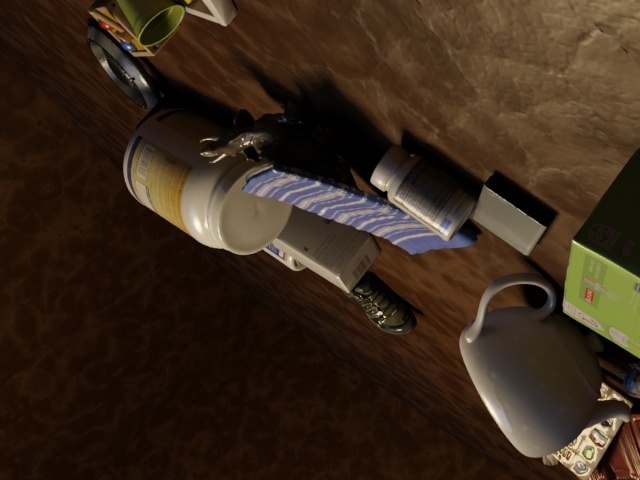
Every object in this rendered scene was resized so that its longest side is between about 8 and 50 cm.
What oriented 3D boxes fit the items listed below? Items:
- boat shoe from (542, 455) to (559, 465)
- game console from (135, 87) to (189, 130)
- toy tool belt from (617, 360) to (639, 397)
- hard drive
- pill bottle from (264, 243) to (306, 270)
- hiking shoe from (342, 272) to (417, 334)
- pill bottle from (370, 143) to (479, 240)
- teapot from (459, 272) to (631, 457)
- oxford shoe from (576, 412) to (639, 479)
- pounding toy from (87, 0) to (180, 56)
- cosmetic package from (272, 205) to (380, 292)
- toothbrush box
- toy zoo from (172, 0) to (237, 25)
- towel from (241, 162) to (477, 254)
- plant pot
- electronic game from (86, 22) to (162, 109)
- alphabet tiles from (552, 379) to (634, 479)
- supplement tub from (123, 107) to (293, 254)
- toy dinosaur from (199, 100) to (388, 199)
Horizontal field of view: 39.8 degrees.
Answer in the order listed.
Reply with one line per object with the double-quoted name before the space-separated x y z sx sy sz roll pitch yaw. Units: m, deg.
"boat shoe" 0.482 0.331 1.684 0.116 0.123 0.324 0 147 14
"game console" -0.347 -0.262 1.894 0.071 0.122 0.107 31 167 34
"toy tool belt" 0.472 0.204 1.311 0.051 0.052 0.083 28 167 10
"hard drive" 0.249 -0.031 1.157 0.094 0.022 0.135 37 169 12
"pill bottle" -0.099 -0.019 2.097 0.187 0.112 0.112 33 167 28
"hiking shoe" 0.125 0.139 2.077 0.227 0.086 0.114 34 171 26
"pill bottle" 0.142 -0.068 1.214 0.137 0.078 0.078 37 169 11
"teapot" 0.344 0.193 1.364 0.252 0.187 0.256 63 -164 21
"oxford shoe" 0.565 0.346 1.503 0.348 0.130 0.123 142 117 -67
"pounding toy" -0.319 -0.363 1.454 0.130 0.100 0.141 44 168 -29
"cosmetic package" 0.000 0.000 1.848 0.231 0.117 0.085 30 165 33
"toothbrush box" 0.387 0.066 0.844 0.283 0.122 0.206 35 168 25
"toy zoo" -0.229 -0.394 1.226 0.293 0.030 0.192 29 165 42
"towel" 0.054 -0.044 1.393 0.336 0.040 0.243 18 173 -15
"plant pot" -0.253 -0.337 1.274 0.079 0.083 0.083 50 170 7
"electronic game" -0.418 -0.368 1.889 0.229 0.048 0.229 43 166 14
"alphabet tiles" 0.410 0.281 1.554 0.237 0.009 0.198 40 131 32
"supplement tub" -0.227 -0.121 1.798 0.316 0.228 0.228 31 166 38
"toy dinosaur" -0.029 -0.148 1.418 0.314 0.121 0.160 15 -178 -12
